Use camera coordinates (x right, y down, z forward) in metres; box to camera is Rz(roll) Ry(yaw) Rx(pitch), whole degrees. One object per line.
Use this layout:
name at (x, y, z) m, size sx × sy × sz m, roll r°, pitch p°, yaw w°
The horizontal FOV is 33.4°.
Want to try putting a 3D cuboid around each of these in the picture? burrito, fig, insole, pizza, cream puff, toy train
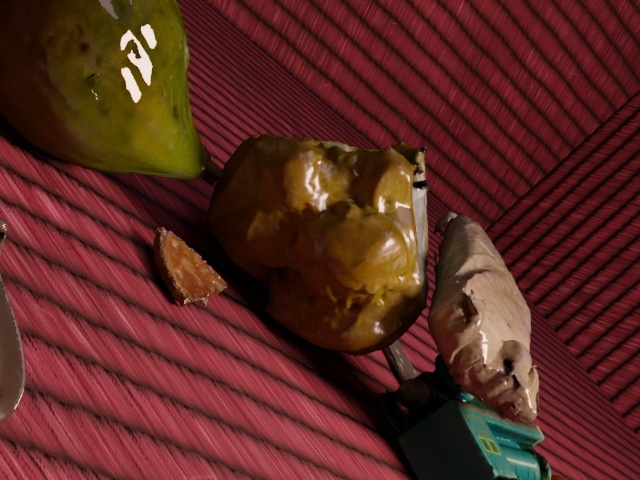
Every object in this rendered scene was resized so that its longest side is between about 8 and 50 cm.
burrito at (0.198, 0.096, 1.320) m, size 0.175 × 0.107 × 0.348 m, roll 61°, pitch 13°, yaw -17°
fig at (-0.209, -0.166, 1.086) m, size 0.314 × 0.233 × 0.233 m, roll 49°, pitch 11°, yaw -11°
insole at (0.126, 0.192, 1.564) m, size 0.081 × 0.011 × 0.248 m, roll 38°, pitch 15°, yaw -39°
pizza at (-0.143, 0.042, 1.106) m, size 0.100 × 0.029 × 0.099 m, roll 40°, pitch 21°, yaw -17°
cream puff at (0.002, 0.005, 1.302) m, size 0.323 × 0.269 × 0.274 m, roll -14°, pitch 100°, yaw -77°
toy train at (0.199, 0.258, 1.356) m, size 0.298 × 0.120 × 0.194 m, roll 25°, pitch 31°, yaw -54°

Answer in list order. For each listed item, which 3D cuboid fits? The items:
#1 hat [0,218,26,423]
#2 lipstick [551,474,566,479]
hat at (-0.253, 0.042, 0.654) m, size 0.147 × 0.085 × 0.175 m, roll 45°, pitch 28°, yaw -71°
lipstick at (0.303, 0.385, 1.391) m, size 0.077 × 0.077 × 0.418 m, roll 48°, pitch 11°, yaw 5°
